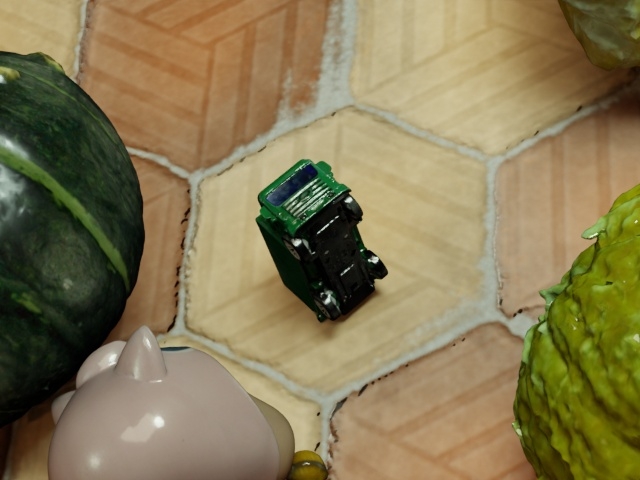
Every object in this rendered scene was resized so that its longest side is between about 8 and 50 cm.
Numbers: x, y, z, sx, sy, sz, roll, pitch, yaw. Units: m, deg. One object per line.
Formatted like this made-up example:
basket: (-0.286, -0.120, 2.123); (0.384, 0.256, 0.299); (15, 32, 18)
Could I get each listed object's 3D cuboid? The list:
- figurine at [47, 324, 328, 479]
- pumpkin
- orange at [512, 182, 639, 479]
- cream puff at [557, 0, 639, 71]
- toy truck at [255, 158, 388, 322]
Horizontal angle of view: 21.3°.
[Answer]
figurine: (-0.079, 0.202, 1.216); (0.176, 0.186, 0.287); (-46, 71, 33)
pumpkin: (-0.285, 0.003, 1.295); (0.323, 0.241, 0.323); (-36, 28, 23)
orange: (0.245, 0.073, 1.095); (0.223, 0.301, 0.300); (31, 73, 9)
cream puff: (0.302, -0.292, 1.335); (0.378, 0.378, 0.275); (-44, 27, -15)
toy truck: (0.000, 0.000, 1.305); (0.065, 0.147, 0.079); (-40, 58, -12)
